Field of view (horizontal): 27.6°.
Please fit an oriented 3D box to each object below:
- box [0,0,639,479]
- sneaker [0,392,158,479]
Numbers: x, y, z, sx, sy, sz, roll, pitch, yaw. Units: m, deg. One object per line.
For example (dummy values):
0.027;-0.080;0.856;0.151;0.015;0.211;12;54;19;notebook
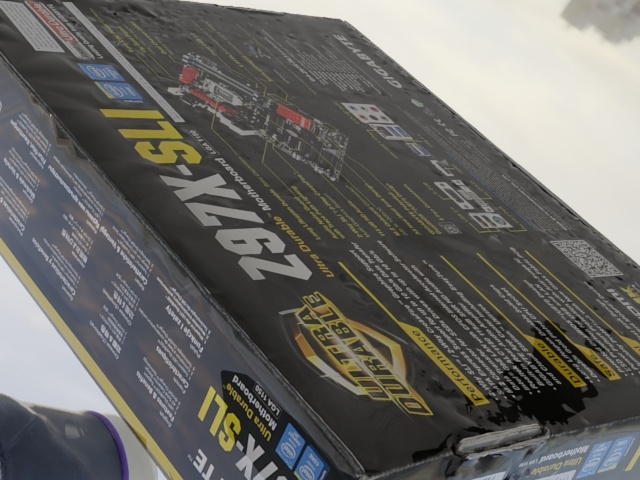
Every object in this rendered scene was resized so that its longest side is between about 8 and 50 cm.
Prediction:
0.000;0.000;0.566;0.257;0.079;0.322;-5;-141;-44;box
-0.238;0.236;0.738;0.130;0.322;0.236;26;-170;39;sneaker
